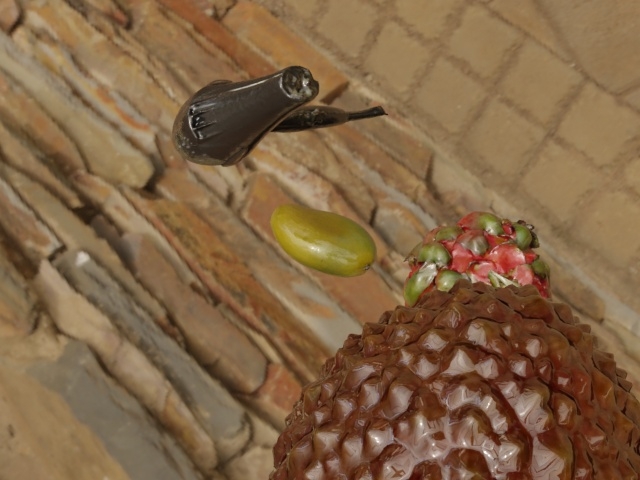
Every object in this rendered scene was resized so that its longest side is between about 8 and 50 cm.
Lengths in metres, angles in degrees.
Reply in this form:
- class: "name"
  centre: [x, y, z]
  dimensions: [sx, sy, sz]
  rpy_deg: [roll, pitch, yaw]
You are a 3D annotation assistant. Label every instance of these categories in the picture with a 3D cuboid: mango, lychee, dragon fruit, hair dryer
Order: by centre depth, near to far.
- class: "lychee"
  centre: [0.096, 0.173, 0.587]
  dimensions: [0.275, 0.275, 0.304]
  rpy_deg: [22, 120, 30]
- class: "hair dryer"
  centre: [-0.015, -0.188, 1.247]
  dimensions: [0.303, 0.359, 0.120]
  rpy_deg: [-18, 84, 51]
- class: "dragon fruit"
  centre: [0.245, 0.070, 1.403]
  dimensions: [0.231, 0.303, 0.237]
  rpy_deg: [-6, 111, 3]
- class: "mango"
  centre: [0.001, 0.003, 1.450]
  dimensions: [0.191, 0.122, 0.085]
  rpy_deg: [16, 129, 8]
